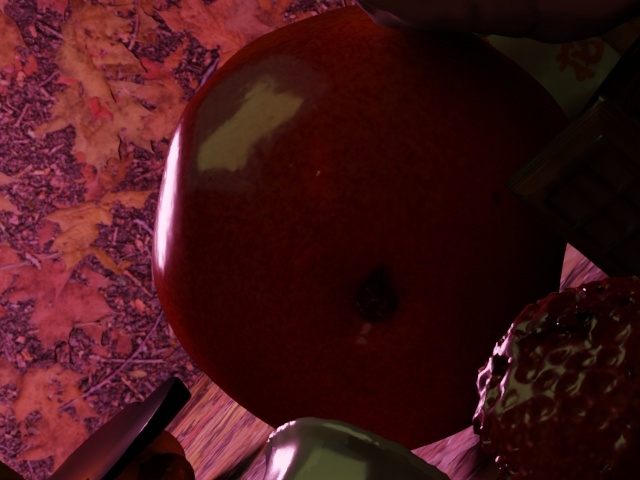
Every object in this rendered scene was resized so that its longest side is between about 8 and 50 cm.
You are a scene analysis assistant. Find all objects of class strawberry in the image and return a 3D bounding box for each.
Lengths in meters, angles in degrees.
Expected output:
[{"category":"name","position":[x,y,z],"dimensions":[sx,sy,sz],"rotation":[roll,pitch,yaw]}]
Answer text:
[{"category":"strawberry","position":[0.099,0.050,0.600],"dimensions":[0.096,0.083,0.083],"rotation":[-42,4,3]}]

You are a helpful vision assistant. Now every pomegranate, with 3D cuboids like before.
[{"category":"pomegranate","position":[0.025,-0.012,0.971],"dimensions":[0.221,0.221,0.257],"rotation":[-48,0,20]}]

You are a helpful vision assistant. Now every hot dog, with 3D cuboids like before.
[{"category":"hot dog","position":[-0.198,0.263,1.831],"dimensions":[0.194,0.107,0.326],"rotation":[-55,10,-28]}]

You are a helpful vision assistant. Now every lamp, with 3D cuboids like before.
[{"category":"lamp","position":[0.211,-0.117,0.892],"dimensions":[0.325,0.090,0.089],"rotation":[-50,3,-33]}]

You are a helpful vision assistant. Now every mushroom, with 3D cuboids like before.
[{"category":"mushroom","position":[0.082,-0.171,0.938],"dimensions":[0.329,0.159,0.122],"rotation":[-86,14,-73]}]

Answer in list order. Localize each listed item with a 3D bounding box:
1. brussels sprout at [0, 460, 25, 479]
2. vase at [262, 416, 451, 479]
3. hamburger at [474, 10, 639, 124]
[{"category":"brussels sprout","position":[-0.282,0.259,1.143],"dimensions":[0.328,0.328,0.247],"rotation":[-51,5,-28]},{"category":"vase","position":[-0.079,0.210,0.511],"dimensions":[0.360,0.165,0.165],"rotation":[-45,1,-28]},{"category":"hamburger","position":[0.178,-0.125,1.119],"dimensions":[0.235,0.125,0.214],"rotation":[-41,3,40]}]
